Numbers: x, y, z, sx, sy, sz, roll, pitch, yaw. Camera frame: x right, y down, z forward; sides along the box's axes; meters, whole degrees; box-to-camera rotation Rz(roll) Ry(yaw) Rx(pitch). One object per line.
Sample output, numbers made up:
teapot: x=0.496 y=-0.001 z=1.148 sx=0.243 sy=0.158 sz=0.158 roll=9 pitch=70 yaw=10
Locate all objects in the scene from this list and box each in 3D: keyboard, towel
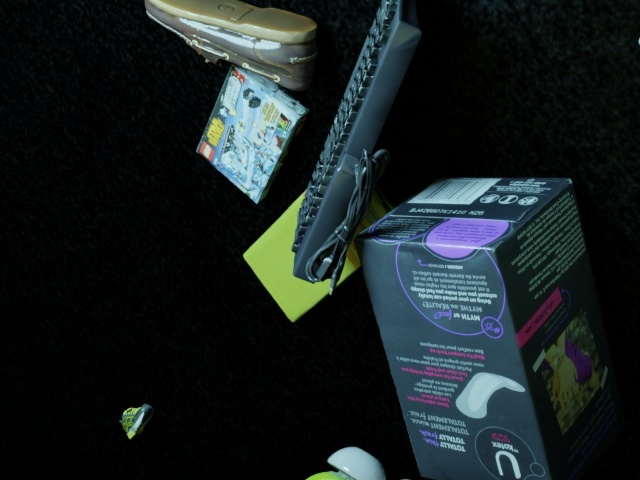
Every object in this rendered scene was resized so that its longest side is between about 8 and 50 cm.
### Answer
keyboard: x=0.027 y=-0.081 z=1.208 sx=0.033 sy=0.202 sz=0.317 roll=11 pitch=131 yaw=-12
towel: x=0.000 y=0.000 z=1.412 sx=0.102 sy=0.021 sz=0.237 roll=54 pitch=139 yaw=7

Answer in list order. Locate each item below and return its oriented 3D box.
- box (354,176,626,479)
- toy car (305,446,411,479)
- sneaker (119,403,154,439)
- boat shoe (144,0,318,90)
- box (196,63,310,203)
box: x=0.164 y=0.089 z=1.230 sx=0.165 sy=0.143 sz=0.270 roll=5 pitch=120 yaw=42
toy car: x=0.053 y=0.344 z=1.524 sx=0.182 sy=0.159 sz=0.136 roll=28 pitch=169 yaw=24
sneaker: x=-0.257 y=0.245 z=1.795 sx=0.035 sy=0.031 sz=0.083 roll=46 pitch=138 yaw=9
boat shoe: x=-0.095 y=-0.206 z=1.314 sx=0.207 sy=0.073 sz=0.073 roll=25 pitch=129 yaw=28
box: x=-0.074 y=-0.116 z=1.390 sx=0.094 sy=0.027 sz=0.137 roll=41 pitch=137 yaw=11
